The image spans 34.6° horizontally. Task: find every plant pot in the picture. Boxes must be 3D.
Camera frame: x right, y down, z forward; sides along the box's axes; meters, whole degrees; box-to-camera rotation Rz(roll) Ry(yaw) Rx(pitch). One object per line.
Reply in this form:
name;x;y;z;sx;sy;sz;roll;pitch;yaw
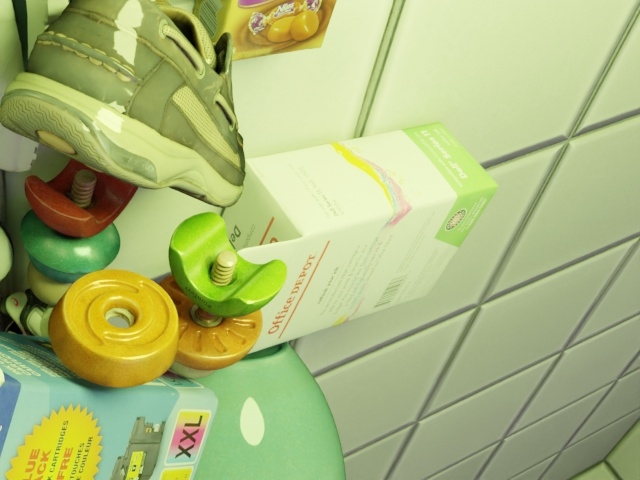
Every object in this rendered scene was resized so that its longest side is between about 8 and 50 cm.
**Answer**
plant pot;-0.108;0.216;1.232;0.290;0.290;0.195;-8;106;-42

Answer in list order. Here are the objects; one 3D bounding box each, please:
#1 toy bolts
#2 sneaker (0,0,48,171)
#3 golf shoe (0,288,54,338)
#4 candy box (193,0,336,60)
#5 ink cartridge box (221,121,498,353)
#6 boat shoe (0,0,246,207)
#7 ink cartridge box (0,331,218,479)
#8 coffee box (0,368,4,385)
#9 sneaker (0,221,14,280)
toy bolts;-0.181;0.052;0.882;0.218;0.228;0.158;-39;162;-45
sneaker;-0.238;-0.138;0.712;0.095;0.090;0.235;-5;142;-17
golf shoe;-0.275;0.094;1.049;0.086;0.067;0.186;6;151;-3
candy box;-0.030;-0.232;0.813;0.109;0.053;0.186;-16;145;-31
ink cartridge box;0.000;0.000;1.133;0.354;0.119;0.207;-14;146;-37
boat shoe;-0.109;-0.107;0.770;0.355;0.132;0.130;-16;131;-85
ink cartridge box;-0.271;0.214;0.802;0.395;0.151;0.269;21;86;-63
coffee box;-0.425;0.056;0.432;0.338;0.337;0.334;-43;170;12
sneaker;-0.304;0.018;0.793;0.090;0.145;0.270;-34;153;-4
